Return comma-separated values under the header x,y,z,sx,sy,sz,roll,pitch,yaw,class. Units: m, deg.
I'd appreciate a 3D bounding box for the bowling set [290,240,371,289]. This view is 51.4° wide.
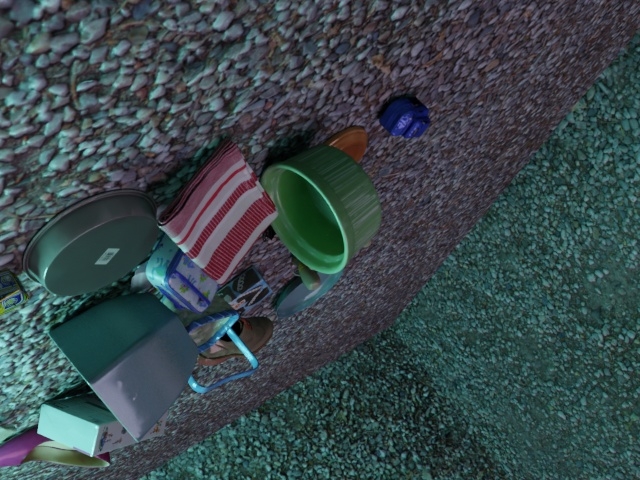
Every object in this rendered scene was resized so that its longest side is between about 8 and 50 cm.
x,y,z,sx,sy,sz,roll,pitch,yaw,class
0.000,0.000,2.096,0.287,0.154,0.200,-38,143,5,bowling set

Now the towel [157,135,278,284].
x,y,z,sx,sy,sz,roll,pitch,yaw,class
-0.213,-0.050,1.482,0.237,0.037,0.329,-53,153,-13,towel

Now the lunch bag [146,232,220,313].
x,y,z,sx,sy,sz,roll,pitch,yaw,class
-0.307,0.067,1.566,0.176,0.090,0.219,-61,154,-20,lunch bag

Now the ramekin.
x,y,z,sx,sy,sz,roll,pitch,yaw,class
0.005,-0.084,1.620,0.148,0.303,0.303,-36,163,-29,ramekin

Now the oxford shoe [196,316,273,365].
x,y,z,sx,sy,sz,roll,pitch,yaw,class
-0.253,0.299,2.126,0.348,0.123,0.130,-17,150,-54,oxford shoe

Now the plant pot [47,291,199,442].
x,y,z,sx,sy,sz,roll,pitch,yaw,class
-0.448,0.273,1.608,0.252,0.247,0.248,-40,133,-21,plant pot

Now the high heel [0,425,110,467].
x,y,z,sx,sy,sz,roll,pitch,yaw,class
-0.809,0.655,2.019,0.127,0.181,0.377,-48,159,27,high heel

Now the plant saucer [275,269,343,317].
x,y,z,sx,sy,sz,roll,pitch,yaw,class
-0.048,0.179,2.531,0.317,0.044,0.318,-34,162,-13,plant saucer

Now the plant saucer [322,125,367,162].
x,y,z,sx,sy,sz,roll,pitch,yaw,class
0.050,-0.220,1.774,0.200,0.037,0.200,-33,161,-13,plant saucer

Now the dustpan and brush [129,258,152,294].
x,y,z,sx,sy,sz,roll,pitch,yaw,class
-0.371,0.049,1.619,0.211,0.060,0.147,-22,167,-25,dustpan and brush

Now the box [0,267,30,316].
x,y,z,sx,sy,sz,roll,pitch,yaw,class
-0.648,0.127,1.262,0.168,0.059,0.054,-34,159,-14,box

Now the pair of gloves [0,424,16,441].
x,y,z,sx,sy,sz,roll,pitch,yaw,class
-0.935,0.530,1.718,0.204,0.042,0.240,-35,160,2,pair of gloves

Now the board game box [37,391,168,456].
x,y,z,sx,sy,sz,roll,pitch,yaw,class
-0.638,0.532,1.980,0.303,0.223,0.098,4,97,-63,board game box

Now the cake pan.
x,y,z,sx,sy,sz,roll,pitch,yaw,class
-0.455,0.014,1.365,0.293,0.054,0.293,-34,162,-13,cake pan

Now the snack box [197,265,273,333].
x,y,z,sx,sy,sz,roll,pitch,yaw,class
-0.309,0.218,2.107,0.322,0.060,0.187,-36,162,-5,snack box

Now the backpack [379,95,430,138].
x,y,z,sx,sy,sz,roll,pitch,yaw,class
0.225,-0.323,1.758,0.120,0.101,0.098,-12,142,-46,backpack

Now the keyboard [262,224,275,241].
x,y,z,sx,sy,sz,roll,pitch,yaw,class
-0.137,-0.065,1.822,0.100,0.038,0.192,-56,168,-23,keyboard

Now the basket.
x,y,z,sx,sy,sz,roll,pitch,yaw,class
-0.324,0.273,1.845,0.201,0.289,0.254,-51,157,23,basket
